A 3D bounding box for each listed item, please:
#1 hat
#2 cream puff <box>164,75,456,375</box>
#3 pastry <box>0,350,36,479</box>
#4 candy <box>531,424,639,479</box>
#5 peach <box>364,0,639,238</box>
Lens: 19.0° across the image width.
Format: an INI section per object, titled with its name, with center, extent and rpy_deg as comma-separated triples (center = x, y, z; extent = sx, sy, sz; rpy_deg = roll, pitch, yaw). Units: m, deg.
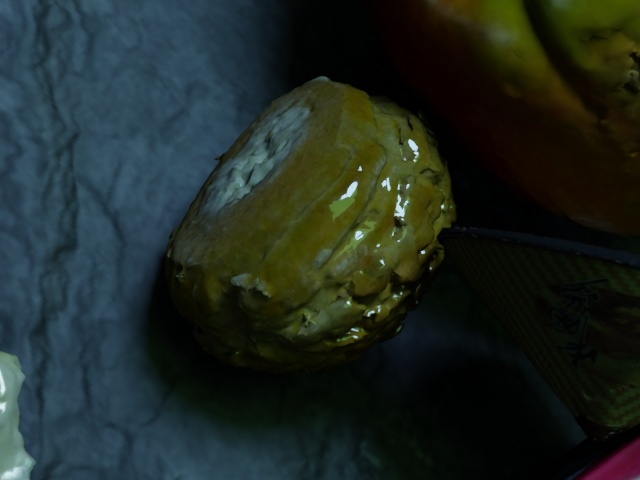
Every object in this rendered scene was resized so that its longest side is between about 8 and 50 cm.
[hat]
center = 0.141, 0.055, 0.905
extent = 0.193, 0.193, 0.082
rpy_deg = 15, 84, -20
[cream puff]
center = 0.000, 0.000, 0.972
extent = 0.165, 0.150, 0.115
rpy_deg = -42, 112, 4
[pastry]
center = -0.256, 0.082, 0.836
extent = 0.258, 0.089, 0.121
rpy_deg = 12, 66, -23
[candy]
center = 0.094, 0.184, 0.928
extent = 0.306, 0.157, 0.100
rpy_deg = -31, 84, -32
[peach]
center = 0.178, -0.176, 1.028
extent = 0.372, 0.290, 0.372
rpy_deg = 35, 32, -25
